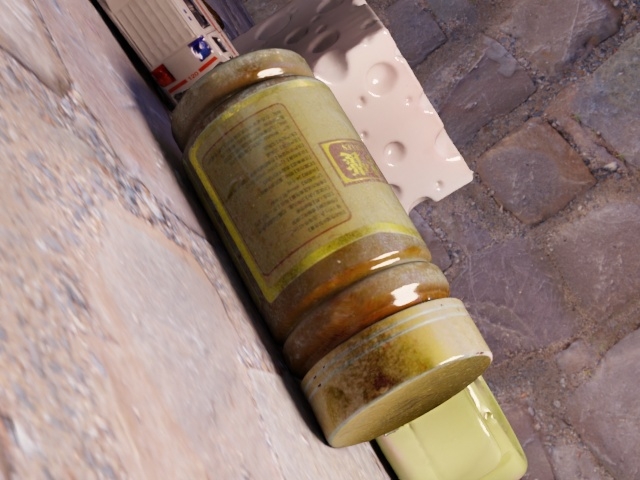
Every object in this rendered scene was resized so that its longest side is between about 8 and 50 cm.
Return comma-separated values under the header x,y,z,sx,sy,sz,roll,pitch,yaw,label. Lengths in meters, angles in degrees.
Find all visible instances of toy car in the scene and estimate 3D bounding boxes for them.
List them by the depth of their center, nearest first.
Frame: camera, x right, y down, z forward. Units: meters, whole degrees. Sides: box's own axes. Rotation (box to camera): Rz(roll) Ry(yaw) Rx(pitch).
x,y,z,sx,sy,sz,roll,pitch,yaw,label
-0.142,-0.196,1.071,0.210,0.089,0.108,55,7,-11,toy car

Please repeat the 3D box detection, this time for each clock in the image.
x,y,z,sx,sy,sz,roll,pitch,yaw,label
0.124,0.175,1.205,0.286,0.117,0.348,62,7,30,clock

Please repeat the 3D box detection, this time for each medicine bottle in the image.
x,y,z,sx,sy,sz,roll,pitch,yaw,label
0.000,0.000,0.916,0.323,0.151,0.151,60,6,21,medicine bottle

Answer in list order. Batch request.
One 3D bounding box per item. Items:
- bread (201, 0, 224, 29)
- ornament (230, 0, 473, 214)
x,y,z,sx,sy,sz,roll,pitch,yaw,label
-0.181,-0.319,1.550,0.085,0.053,0.085,44,10,-10,bread
0.010,-0.154,1.366,0.240,0.239,0.239,54,8,-31,ornament
